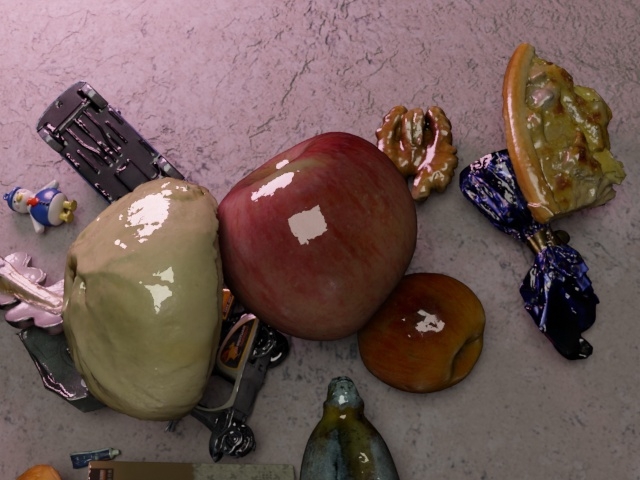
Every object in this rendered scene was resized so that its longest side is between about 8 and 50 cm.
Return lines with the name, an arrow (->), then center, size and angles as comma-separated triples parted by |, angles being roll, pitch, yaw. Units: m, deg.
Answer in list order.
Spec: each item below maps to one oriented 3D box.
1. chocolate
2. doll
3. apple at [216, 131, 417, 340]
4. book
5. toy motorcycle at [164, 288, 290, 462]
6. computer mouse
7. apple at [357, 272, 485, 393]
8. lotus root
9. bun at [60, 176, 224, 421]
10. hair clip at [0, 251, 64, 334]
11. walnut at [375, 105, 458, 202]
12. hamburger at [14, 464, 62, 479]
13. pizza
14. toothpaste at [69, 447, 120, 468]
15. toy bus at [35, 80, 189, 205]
chocolate -> 0.346, 0.020, 1.505 | 0.148, 0.126, 0.343 | -11, 69, -40
doll -> -0.488, -0.062, 1.682 | 0.143, 0.057, 0.098 | 14, 79, 18
apple -> 0.000, 0.000, 1.454 | 0.345, 0.345, 0.269 | -33, 101, -3
book -> -0.181, 0.413, 1.394 | 0.310, 0.021, 0.217 | 4, 43, -12
toy motorcycle -> -0.145, 0.213, 1.526 | 0.157, 0.091, 0.263 | 11, 72, 20
computer mouse -> -0.401, 0.189, 1.579 | 0.126, 0.071, 0.231 | -33, 58, -17
apple -> 0.152, 0.135, 1.482 | 0.173, 0.160, 0.195 | 29, 71, 38
lotus root -> 0.042, 0.364, 1.421 | 0.158, 0.140, 0.322 | -2, 65, -11
bun -> -0.268, 0.083, 1.400 | 0.202, 0.364, 0.364 | 6, 70, -21
hair clip -> -0.483, 0.080, 1.592 | 0.257, 0.075, 0.146 | 25, 38, 22
walnut -> 0.158, -0.140, 1.605 | 0.143, 0.069, 0.170 | 5, 71, 11
hamburger -> -0.450, 0.432, 1.433 | 0.214, 0.214, 0.108 | -42, 99, -6
pizza -> 0.384, -0.159, 1.504 | 0.223, 0.089, 0.323 | 14, 59, -26
toothpaste -> -0.360, 0.344, 1.548 | 0.083, 0.019, 0.027 | -13, 88, 8
toy bus -> -0.339, -0.132, 1.642 | 0.292, 0.133, 0.125 | 43, 88, 16
